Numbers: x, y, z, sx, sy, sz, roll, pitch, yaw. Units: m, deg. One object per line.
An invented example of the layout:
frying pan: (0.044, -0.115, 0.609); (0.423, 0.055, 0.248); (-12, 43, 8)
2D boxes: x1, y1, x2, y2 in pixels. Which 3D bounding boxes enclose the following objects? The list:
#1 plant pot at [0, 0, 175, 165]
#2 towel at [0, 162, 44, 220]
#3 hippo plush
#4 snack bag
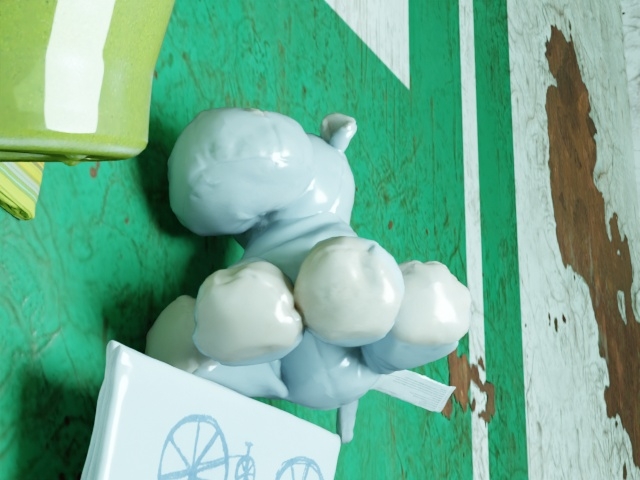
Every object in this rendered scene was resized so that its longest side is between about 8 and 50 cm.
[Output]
plant pot: (-0.205, -0.218, 0.765); (0.366, 0.366, 0.353); (-1, 91, -64)
towel: (-0.217, -0.137, 1.036); (0.102, 0.021, 0.237); (52, 35, -52)
hippo plush: (0.000, 0.000, 1.166); (0.294, 0.234, 0.236); (20, 54, -47)
snack bag: (-0.092, 0.272, 1.053); (0.323, 0.037, 0.342); (32, 63, -57)
